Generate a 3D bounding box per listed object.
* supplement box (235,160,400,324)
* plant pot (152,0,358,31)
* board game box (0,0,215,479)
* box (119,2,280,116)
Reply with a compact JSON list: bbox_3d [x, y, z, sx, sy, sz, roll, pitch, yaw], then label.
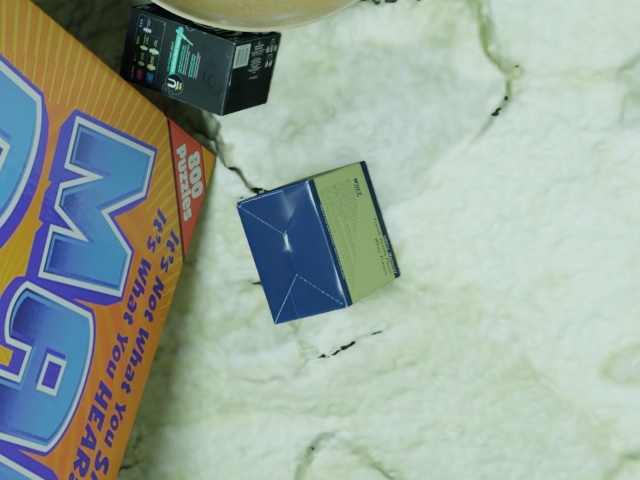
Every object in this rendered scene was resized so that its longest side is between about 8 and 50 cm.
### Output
[{"bbox_3d":[0.000,0.000,0.806,0.056,0.083,0.083,-15,95,29],"label":"supplement box"},{"bbox_3d":[-0.039,-0.242,0.729,0.236,0.032,0.236,-3,104,-14],"label":"plant pot"},{"bbox_3d":[-0.338,0.022,0.758,0.356,0.356,0.356,10,76,25],"label":"board game box"},{"bbox_3d":[-0.081,-0.123,0.830,0.083,0.062,0.052,22,113,22],"label":"box"}]
